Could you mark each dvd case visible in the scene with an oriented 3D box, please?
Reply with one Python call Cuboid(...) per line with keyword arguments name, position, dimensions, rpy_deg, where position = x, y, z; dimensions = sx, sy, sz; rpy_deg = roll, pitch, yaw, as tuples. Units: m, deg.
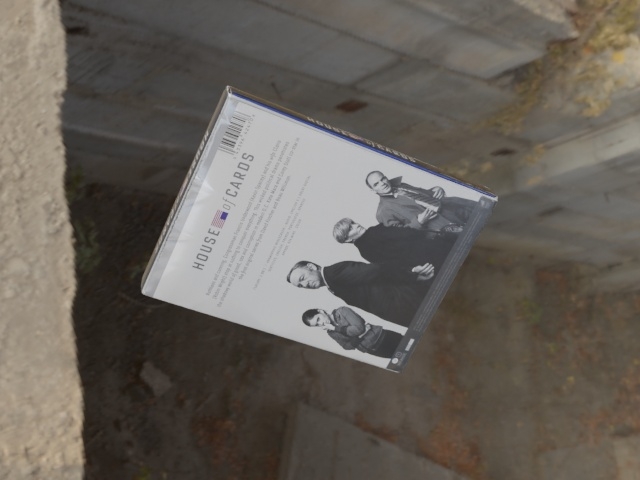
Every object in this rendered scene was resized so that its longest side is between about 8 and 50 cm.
Cuboid(name="dvd case", position=(0.000, 0.000, 0.758), dimensions=(0.239, 0.179, 0.029), rpy_deg=(20, 21, -20))
